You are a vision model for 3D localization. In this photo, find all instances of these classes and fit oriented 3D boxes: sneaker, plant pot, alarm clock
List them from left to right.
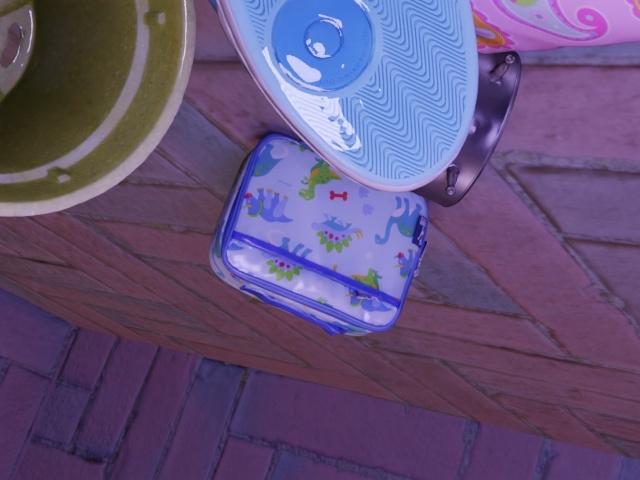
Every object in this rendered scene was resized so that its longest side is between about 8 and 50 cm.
[{"bbox_3d":[-0.274,-0.173,0.890,0.276,0.276,0.254,30,173,-32],"label":"plant pot"},{"bbox_3d":[-0.031,-0.165,0.647,0.319,0.127,0.208,61,170,-1],"label":"sneaker"},{"bbox_3d":[0.097,-0.097,0.879,0.064,0.129,0.192,23,-175,-5],"label":"alarm clock"}]

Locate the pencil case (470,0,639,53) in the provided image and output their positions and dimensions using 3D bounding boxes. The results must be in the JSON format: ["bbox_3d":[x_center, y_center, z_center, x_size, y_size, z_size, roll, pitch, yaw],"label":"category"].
[{"bbox_3d":[0.182,-0.159,0.574,0.284,0.124,0.124,7,160,42],"label":"pencil case"}]

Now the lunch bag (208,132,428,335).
[{"bbox_3d":[0.000,0.000,1.217,0.219,0.176,0.090,25,164,-13],"label":"lunch bag"}]
